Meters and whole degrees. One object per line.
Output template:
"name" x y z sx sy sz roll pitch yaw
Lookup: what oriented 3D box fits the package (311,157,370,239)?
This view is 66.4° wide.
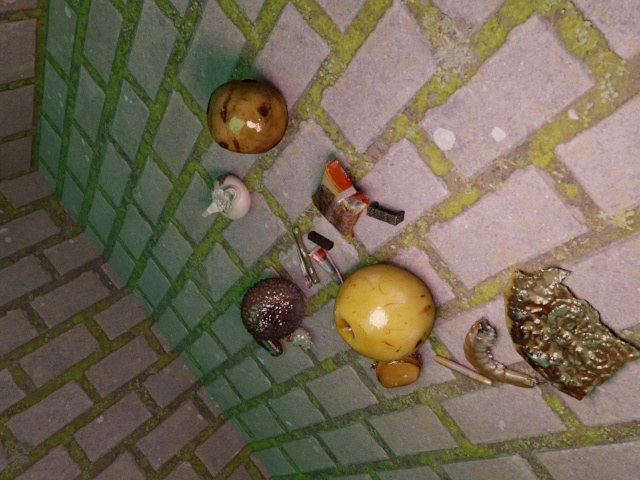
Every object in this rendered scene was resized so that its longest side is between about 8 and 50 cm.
"package" 0.058 -0.136 1.711 0.223 0.109 0.288 50 150 14

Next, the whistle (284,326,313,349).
"whistle" -0.136 0.433 2.316 0.253 0.106 0.101 26 92 30

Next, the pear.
"pear" 0.215 0.248 1.684 0.349 0.348 0.348 24 132 31

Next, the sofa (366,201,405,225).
"sofa" 0.218 -0.091 1.637 0.118 0.060 0.039 24 123 32

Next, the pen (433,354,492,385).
"pen" 0.506 0.465 1.751 0.234 0.032 0.040 19 152 45

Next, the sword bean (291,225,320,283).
"sword bean" -0.063 0.062 2.031 0.043 0.038 0.269 -6 112 40

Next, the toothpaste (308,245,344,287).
"toothpaste" 0.066 0.152 1.965 0.301 0.048 0.075 54 144 4

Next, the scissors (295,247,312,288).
"scissors" -0.071 0.117 2.068 0.022 0.085 0.176 -19 91 13

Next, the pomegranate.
"pomegranate" -0.255 -0.428 1.700 0.281 0.281 0.281 24 132 31

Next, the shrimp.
"shrimp" 0.575 0.398 1.627 0.287 0.068 0.185 49 144 4

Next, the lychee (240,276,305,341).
"lychee" -0.209 0.298 2.167 0.300 0.300 0.299 24 132 31

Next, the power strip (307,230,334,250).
"power strip" 0.000 0.000 1.927 0.111 0.038 0.029 30 133 25

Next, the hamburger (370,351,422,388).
"hamburger" 0.297 0.469 1.871 0.182 0.117 0.190 11 132 -18

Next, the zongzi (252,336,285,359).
"zongzi" -0.277 0.537 2.546 0.187 0.084 0.184 48 154 0

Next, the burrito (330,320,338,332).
"burrito" 0.097 0.327 2.044 0.064 0.064 0.203 45 138 10

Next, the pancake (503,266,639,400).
"pancake" 0.696 0.261 1.436 0.426 0.067 0.305 50 132 6

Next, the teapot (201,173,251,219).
"teapot" -0.400 -0.177 2.112 0.204 0.139 0.298 53 139 -3
